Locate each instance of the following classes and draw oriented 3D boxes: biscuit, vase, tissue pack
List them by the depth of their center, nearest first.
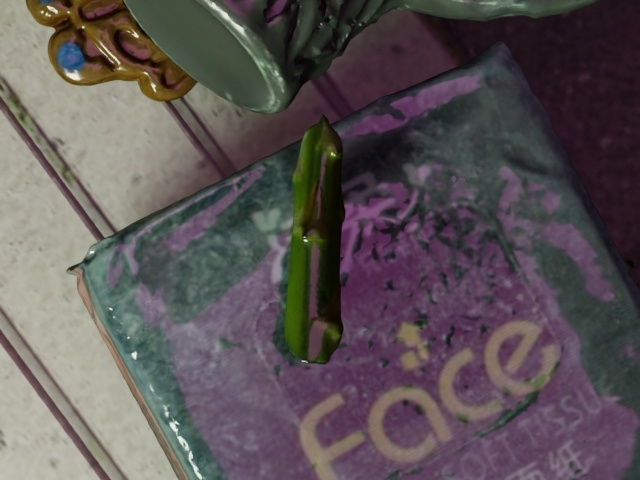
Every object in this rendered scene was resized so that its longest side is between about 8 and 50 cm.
[{"bbox_3d":[0.055,0.097,0.869,0.228,0.103,0.316,-28,88,-13],"label":"tissue pack"},{"bbox_3d":[0.046,-0.191,0.871,0.251,0.156,0.301,40,74,4],"label":"vase"},{"bbox_3d":[-0.055,-0.130,0.920,0.175,0.026,0.124,-23,86,-13],"label":"biscuit"}]

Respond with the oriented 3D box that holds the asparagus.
[{"bbox_3d":[-0.001,0.000,0.808,0.025,0.021,0.108,4,83,-12],"label":"asparagus"}]
